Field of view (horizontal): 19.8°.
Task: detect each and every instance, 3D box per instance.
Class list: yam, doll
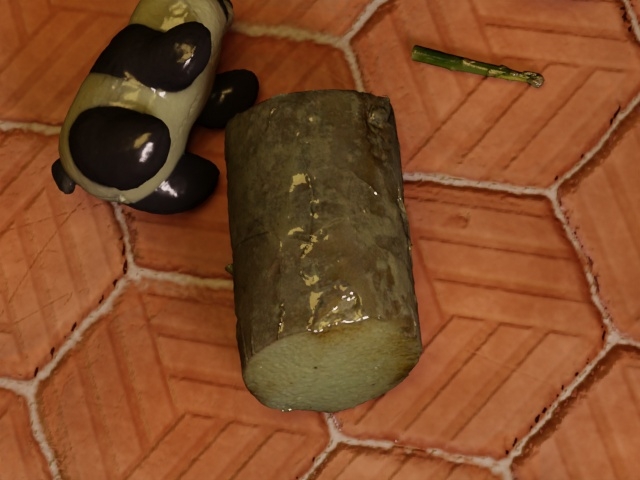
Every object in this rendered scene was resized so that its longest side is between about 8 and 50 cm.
[{"bbox_3d":[0.000,0.000,1.588,0.161,0.161,0.268,-9,67,10],"label":"yam"},{"bbox_3d":[-0.149,-0.134,1.676,0.135,0.143,0.234,22,78,25],"label":"doll"}]

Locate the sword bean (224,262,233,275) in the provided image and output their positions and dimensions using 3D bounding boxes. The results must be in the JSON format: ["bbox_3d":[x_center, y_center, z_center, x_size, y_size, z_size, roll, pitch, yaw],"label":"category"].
[{"bbox_3d":[-0.053,0.046,1.659,0.083,0.012,0.012,34,82,19],"label":"sword bean"}]

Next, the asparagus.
[{"bbox_3d":[0.144,-0.159,1.681,0.127,0.015,0.018,15,41,18],"label":"asparagus"}]
